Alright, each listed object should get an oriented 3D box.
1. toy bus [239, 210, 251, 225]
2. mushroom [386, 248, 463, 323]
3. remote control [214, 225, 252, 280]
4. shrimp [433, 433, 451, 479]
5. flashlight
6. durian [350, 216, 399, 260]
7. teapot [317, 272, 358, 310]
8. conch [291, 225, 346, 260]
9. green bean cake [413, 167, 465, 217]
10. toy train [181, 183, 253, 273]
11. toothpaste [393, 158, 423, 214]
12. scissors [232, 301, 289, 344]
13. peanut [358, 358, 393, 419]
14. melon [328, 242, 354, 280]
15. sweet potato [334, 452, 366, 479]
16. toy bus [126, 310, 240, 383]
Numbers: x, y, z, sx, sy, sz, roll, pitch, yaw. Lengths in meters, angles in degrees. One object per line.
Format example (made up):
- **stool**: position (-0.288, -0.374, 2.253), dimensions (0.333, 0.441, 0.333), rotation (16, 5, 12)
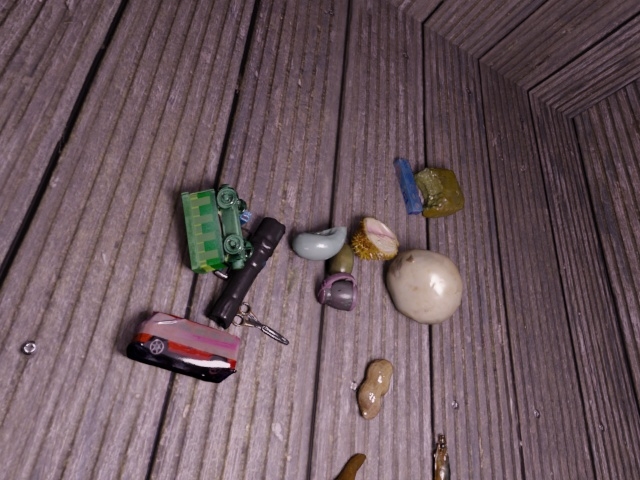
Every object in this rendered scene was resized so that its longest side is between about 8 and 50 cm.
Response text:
- **toy bus**: position (-0.276, -0.081, 1.500), dimensions (0.038, 0.083, 0.045), rotation (26, 70, -20)
- **mushroom**: position (0.444, 0.168, 1.739), dimensions (0.314, 0.314, 0.336), rotation (60, 32, 4)
- **remote control**: position (-0.299, 0.041, 1.466), dimensions (0.059, 0.028, 0.212), rotation (31, 57, -15)
- **shrimp**: position (0.480, 0.881, 1.570), dimensions (0.169, 0.058, 0.295), rotation (25, 62, -29)
- **flashlight**: position (-0.241, 0.100, 1.429), dimensions (0.103, 0.103, 0.423), rotation (35, 57, -14)
- **durian**: position (0.214, 0.006, 1.735), dimensions (0.250, 0.137, 0.183), rotation (5, 37, -40)
- **teapot**: position (0.064, 0.194, 1.557), dimensions (0.146, 0.148, 0.116), rotation (6, 62, -15)
- **conch**: position (-0.001, 0.005, 1.594), dimensions (0.221, 0.185, 0.120), rotation (-14, 120, -23)
- **green bean cake**: position (0.571, -0.236, 2.060), dimensions (0.233, 0.124, 0.236), rotation (-8, 74, -33)
- **toy train**: position (-0.336, -0.036, 1.384), dimensions (0.203, 0.120, 0.300), rotation (-13, 74, 0)
- **toothpaste**: position (0.417, -0.256, 2.020), dimensions (0.066, 0.053, 0.272), rotation (-4, 72, -28)
- **scissors**: position (-0.195, 0.293, 1.429), dimensions (0.220, 0.017, 0.088), rotation (36, 55, -14)
- **peanut**: position (0.197, 0.529, 1.525), dimensions (0.104, 0.086, 0.227), rotation (46, 55, -20)
- **melon**: position (0.081, 0.080, 1.638), dimensions (0.099, 0.099, 0.162), rotation (25, 54, -21)
- **sweet potato**: position (0.031, 0.774, 1.322), dimensions (0.346, 0.079, 0.108), rotation (-6, 61, -37)
- **toy bus**: position (-0.390, 0.313, 1.235), dimensions (0.303, 0.127, 0.147), rotation (25, 54, -19)
